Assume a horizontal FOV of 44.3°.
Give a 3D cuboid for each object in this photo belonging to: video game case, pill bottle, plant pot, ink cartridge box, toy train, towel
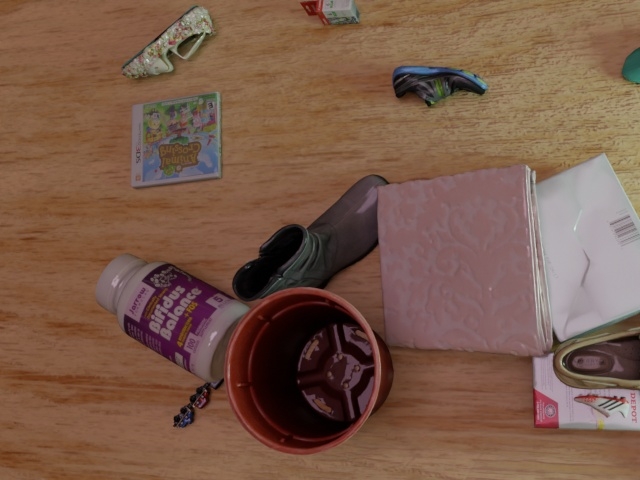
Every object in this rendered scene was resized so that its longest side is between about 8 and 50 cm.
[{"bbox_3d":[-0.317,-0.219,1.721,0.213,0.023,0.193,-5,79,17],"label":"video game case"},{"bbox_3d":[-0.295,0.143,1.571,0.302,0.169,0.169,26,89,20],"label":"pill bottle"},{"bbox_3d":[0.005,0.231,1.407,0.273,0.265,0.272,-3,80,17],"label":"plant pot"},{"bbox_3d":[0.018,-0.475,1.637,0.115,0.063,0.029,2,79,19],"label":"ink cartridge box"},{"bbox_3d":[0.452,0.253,1.330,0.176,0.127,0.128,-2,80,18],"label":"ink cartridge box"},{"bbox_3d":[-0.244,0.322,1.599,0.036,0.027,0.158,39,93,9],"label":"toy train"},{"bbox_3d":[0.241,0.039,1.386,0.332,0.053,0.316,-4,90,45],"label":"towel"}]

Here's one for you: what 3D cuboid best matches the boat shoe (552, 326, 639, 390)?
[{"bbox_3d":[0.513,0.181,1.206,0.303,0.098,0.109,-5,77,14],"label":"boat shoe"}]

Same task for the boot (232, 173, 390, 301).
[{"bbox_3d":[0.000,0.000,1.472,0.118,0.223,0.338,40,94,21],"label":"boot"}]

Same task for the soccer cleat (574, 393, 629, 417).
[{"bbox_3d":[0.446,0.262,1.248,0.083,0.029,0.035,3,78,12],"label":"soccer cleat"}]

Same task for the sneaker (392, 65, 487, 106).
[{"bbox_3d":[0.234,-0.301,1.544,0.188,0.067,0.078,6,103,17],"label":"sneaker"}]

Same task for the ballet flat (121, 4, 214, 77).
[{"bbox_3d":[-0.333,-0.420,1.736,0.241,0.091,0.077,-36,94,13],"label":"ballet flat"}]

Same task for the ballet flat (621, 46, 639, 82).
[{"bbox_3d":[0.663,-0.340,1.391,0.248,0.087,0.083,-8,78,17],"label":"ballet flat"}]

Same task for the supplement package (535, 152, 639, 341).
[{"bbox_3d":[0.454,0.020,1.363,0.204,0.145,0.261,-25,74,13],"label":"supplement package"}]
